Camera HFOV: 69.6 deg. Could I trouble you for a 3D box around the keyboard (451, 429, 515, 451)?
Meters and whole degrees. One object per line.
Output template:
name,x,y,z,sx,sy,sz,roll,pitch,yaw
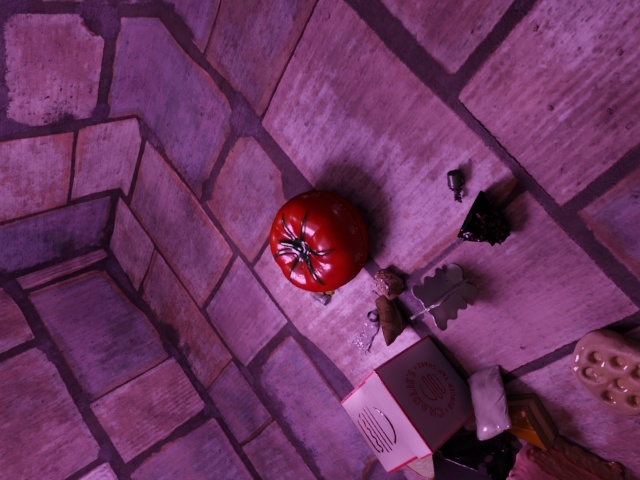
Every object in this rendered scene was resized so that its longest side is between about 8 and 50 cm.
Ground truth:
keyboard,0.558,0.668,1.562,0.025,0.230,0.093,-109,14,-63

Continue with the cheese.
cheese,0.798,0.342,1.225,0.218,0.117,0.235,-25,90,46

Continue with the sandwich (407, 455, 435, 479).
sandwich,0.392,0.833,1.874,0.251,0.087,0.226,24,122,38

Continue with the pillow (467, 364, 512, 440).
pillow,0.544,0.521,1.493,0.051,0.229,0.128,34,128,-22

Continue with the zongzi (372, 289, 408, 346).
zongzi,0.235,0.278,1.693,0.081,0.178,0.189,-29,88,29

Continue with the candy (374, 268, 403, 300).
candy,0.249,0.158,1.691,0.110,0.085,0.095,35,137,40

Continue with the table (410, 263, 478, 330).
table,0.386,0.186,1.485,0.166,0.198,0.166,21,123,36

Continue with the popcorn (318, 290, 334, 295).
popcorn,0.024,0.177,1.919,0.109,0.089,0.097,-23,57,38

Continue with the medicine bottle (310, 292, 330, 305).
medicine bottle,0.000,0.243,1.997,0.083,0.047,0.047,33,129,29

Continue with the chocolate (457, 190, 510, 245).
chocolate,0.490,-0.049,1.341,0.133,0.156,0.156,25,128,10

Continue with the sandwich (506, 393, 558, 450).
sandwich,0.638,0.593,1.499,0.187,0.117,0.144,-28,86,46

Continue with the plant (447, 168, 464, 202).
plant,0.414,-0.163,1.403,0.051,0.051,0.102,8,128,42

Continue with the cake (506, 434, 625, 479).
cake,0.704,0.806,1.401,0.293,0.307,0.314,23,124,37

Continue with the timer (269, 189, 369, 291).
timer,0.000,0.000,1.712,0.378,0.279,0.378,18,119,36

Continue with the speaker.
speaker,0.548,0.832,1.656,0.232,0.184,0.254,2,107,43

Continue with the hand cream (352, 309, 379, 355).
hand cream,0.191,0.363,1.871,0.084,0.050,0.257,39,138,27

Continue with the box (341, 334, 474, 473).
box,0.316,0.586,1.652,0.314,0.312,0.300,53,139,21
